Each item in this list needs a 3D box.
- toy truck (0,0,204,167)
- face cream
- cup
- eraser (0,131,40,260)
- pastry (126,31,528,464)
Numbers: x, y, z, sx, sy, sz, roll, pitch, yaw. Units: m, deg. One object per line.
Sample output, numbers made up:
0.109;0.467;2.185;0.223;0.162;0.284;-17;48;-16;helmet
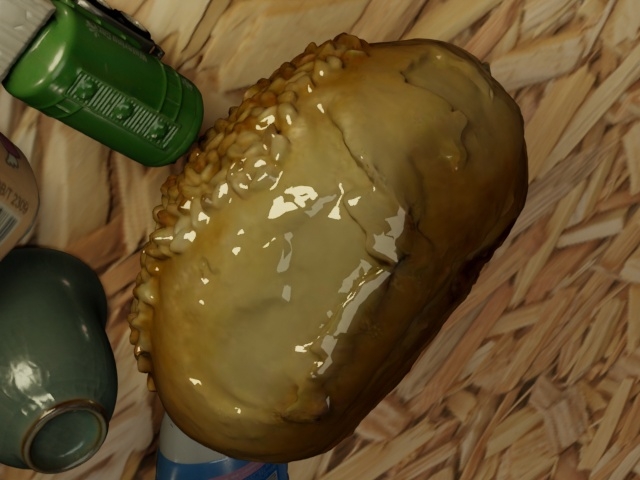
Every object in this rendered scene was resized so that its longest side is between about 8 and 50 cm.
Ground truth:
-0.199;-0.140;1.128;0.101;0.125;0.242;-50;137;10;toy truck
-0.104;0.239;1.543;0.149;0.083;0.264;-23;135;-21;face cream
-0.251;0.127;1.292;0.199;0.150;0.199;-21;134;-23;cup
-0.322;-0.045;1.072;0.171;0.087;0.290;-53;158;-6;eraser
0.000;0.000;1.269;0.409;0.245;0.409;-49;167;-15;pastry
